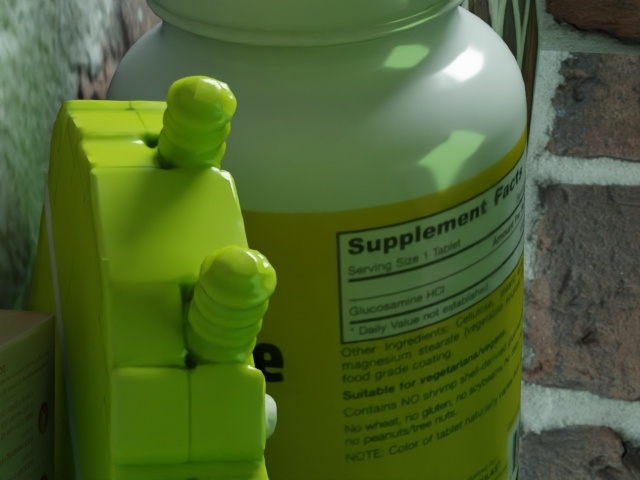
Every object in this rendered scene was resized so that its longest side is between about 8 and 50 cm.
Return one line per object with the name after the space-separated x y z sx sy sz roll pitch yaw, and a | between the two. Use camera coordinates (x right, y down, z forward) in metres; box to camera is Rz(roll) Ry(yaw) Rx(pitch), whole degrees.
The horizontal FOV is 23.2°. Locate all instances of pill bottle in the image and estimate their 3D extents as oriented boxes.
0.000 0.000 0.722 0.188 0.187 0.334 -66 156 -58 | pill bottle

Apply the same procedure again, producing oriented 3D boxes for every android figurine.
-0.062 0.067 0.512 0.273 0.056 0.248 110 -26 -46 | android figurine

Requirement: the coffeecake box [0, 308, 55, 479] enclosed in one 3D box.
-0.129 0.122 0.439 0.142 0.068 0.186 -40 133 -76 | coffeecake box
